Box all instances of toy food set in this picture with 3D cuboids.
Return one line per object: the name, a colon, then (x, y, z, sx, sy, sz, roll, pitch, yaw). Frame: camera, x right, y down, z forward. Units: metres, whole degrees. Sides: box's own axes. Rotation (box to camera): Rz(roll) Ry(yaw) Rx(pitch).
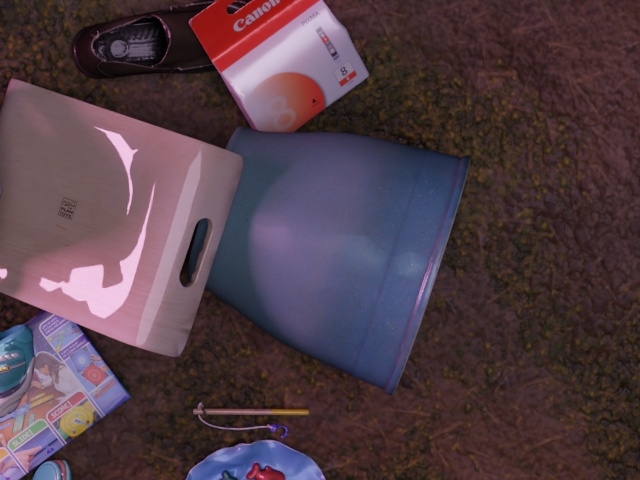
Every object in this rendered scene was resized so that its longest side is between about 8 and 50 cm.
toy food set: (-0.241, -0.029, 1.857, 0.306, 0.092, 0.219, 19, 91, 27)

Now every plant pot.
plant pot: (0.000, 0.000, 1.902, 0.255, 0.271, 0.271, 18, 91, 1)

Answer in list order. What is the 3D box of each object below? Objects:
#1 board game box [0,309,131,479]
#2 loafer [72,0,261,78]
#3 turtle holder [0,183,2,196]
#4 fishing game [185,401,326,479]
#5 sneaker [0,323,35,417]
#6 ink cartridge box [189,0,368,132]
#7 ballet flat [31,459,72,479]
board game box: (-0.331, 0.178, 1.953, 0.201, 0.035, 0.136, -36, 101, -7)
loafer: (-0.161, -0.217, 1.931, 0.220, 0.078, 0.080, -14, 98, -10)
turtle holder: (-0.452, -0.088, 1.749, 0.243, 0.320, 0.227, -4, 71, 23)
fishing game: (-0.074, 0.321, 2.018, 0.189, 0.041, 0.264, 6, 94, -10)
sneaker: (-0.435, 0.096, 1.870, 0.275, 0.107, 0.110, 17, 104, -3)
ink cartridge box: (-0.042, -0.210, 1.937, 0.145, 0.045, 0.179, -37, 132, -7)
ballet flat: (-0.306, 0.364, 1.962, 0.087, 0.083, 0.247, 18, 91, -37)
